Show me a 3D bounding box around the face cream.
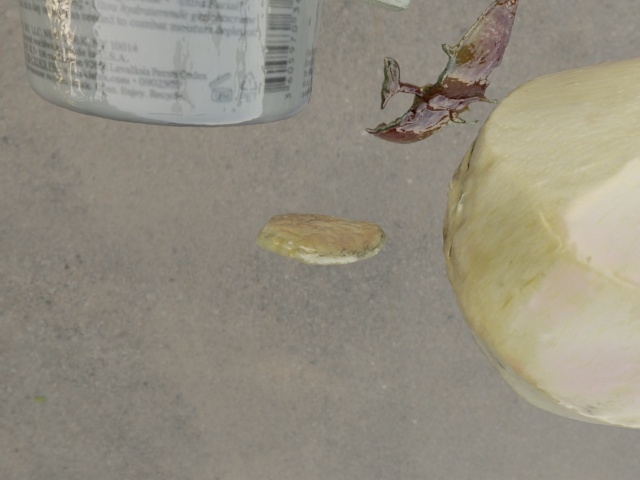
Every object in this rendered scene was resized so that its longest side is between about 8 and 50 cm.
[{"bbox_3d":[-0.084,-0.159,0.343,0.177,0.177,0.153,4,116,-7],"label":"face cream"}]

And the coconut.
[{"bbox_3d":[0.285,-0.006,0.537,0.352,0.353,0.353,-2,127,-2],"label":"coconut"}]

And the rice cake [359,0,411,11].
[{"bbox_3d":[0.019,-0.352,0.766,0.256,0.057,0.052,3,91,-29],"label":"rice cake"}]

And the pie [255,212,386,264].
[{"bbox_3d":[0.000,-0.003,0.957,0.218,0.185,0.052,5,104,1],"label":"pie"}]

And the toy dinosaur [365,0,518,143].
[{"bbox_3d":[0.176,-0.241,0.909,0.206,0.113,0.327,-1,157,1],"label":"toy dinosaur"}]
